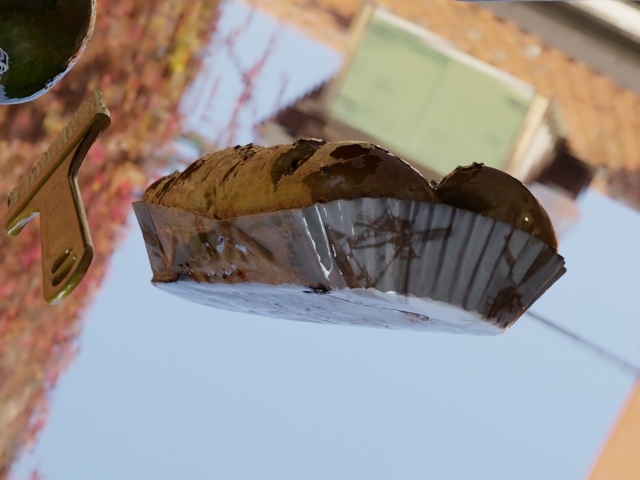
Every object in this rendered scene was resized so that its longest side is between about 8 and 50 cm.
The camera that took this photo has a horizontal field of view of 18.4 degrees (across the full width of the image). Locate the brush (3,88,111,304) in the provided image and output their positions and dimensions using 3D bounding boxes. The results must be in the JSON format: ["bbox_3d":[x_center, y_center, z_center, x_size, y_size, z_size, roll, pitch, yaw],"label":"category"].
[{"bbox_3d":[-0.160,-0.020,1.218,0.013,0.103,0.272,37,-170,-20],"label":"brush"}]

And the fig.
[{"bbox_3d":[-0.197,-0.163,1.299,0.123,0.123,0.156,30,-125,15],"label":"fig"}]

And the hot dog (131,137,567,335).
[{"bbox_3d":[0.000,0.000,0.874,0.131,0.069,0.252,19,170,-31],"label":"hot dog"}]
